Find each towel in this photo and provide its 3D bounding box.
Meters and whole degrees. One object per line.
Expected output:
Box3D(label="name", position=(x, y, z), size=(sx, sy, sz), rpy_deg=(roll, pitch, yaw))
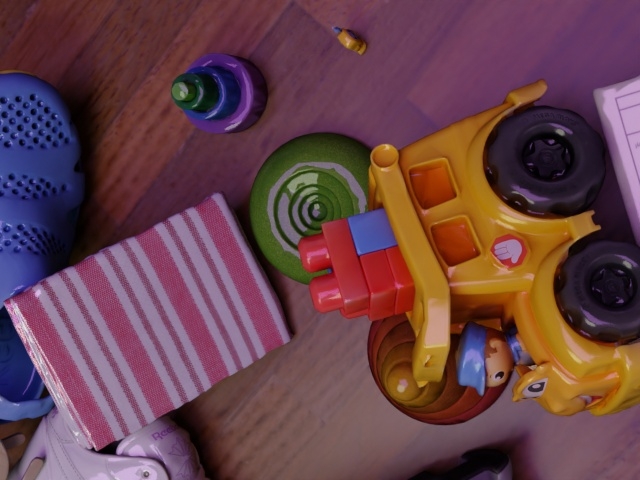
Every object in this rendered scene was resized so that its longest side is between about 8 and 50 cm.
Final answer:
Box3D(label="towel", position=(-0.133, 0.063, 0.870), size=(0.197, 0.029, 0.144), rpy_deg=(-28, 107, -16))

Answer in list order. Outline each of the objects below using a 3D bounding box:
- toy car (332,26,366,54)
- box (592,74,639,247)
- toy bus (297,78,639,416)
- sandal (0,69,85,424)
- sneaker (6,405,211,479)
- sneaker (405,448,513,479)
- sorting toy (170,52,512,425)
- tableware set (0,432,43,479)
Box3D(label="toy car", position=(0.017, -0.211, 0.849), size=(0.060, 0.040, 0.122), rpy_deg=(-30, 85, 19))
Box3D(label="box", position=(0.299, 0.026, 0.735), size=(0.148, 0.121, 0.311), rpy_deg=(-15, 91, 19))
Box3D(label="toy bus", position=(0.101, 0.029, 0.735), size=(0.211, 0.149, 0.220), rpy_deg=(-18, 69, -7))
Box3D(label="sandal", position=(-0.248, 0.019, 0.899), size=(0.138, 0.126, 0.317), rpy_deg=(26, 116, 58))
Box3D(label="sneaker", position=(-0.130, 0.242, 0.905), size=(0.305, 0.114, 0.152), rpy_deg=(33, 106, 13))
Box3D(label="sneaker", position=(0.022, 0.293, 0.811), size=(0.330, 0.122, 0.146), rpy_deg=(-23, 96, -7))
Box3D(label="sorting toy", position=(0.000, 0.000, 0.833), size=(0.127, 0.126, 0.365), rpy_deg=(-41, 83, 18))
Box3D(label="tableware set", position=(-0.331, 0.227, 0.906), size=(0.128, 0.039, 0.194), rpy_deg=(30, 98, -25))
